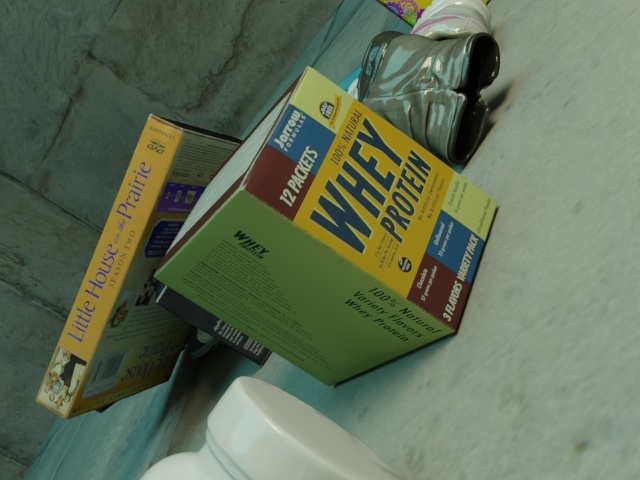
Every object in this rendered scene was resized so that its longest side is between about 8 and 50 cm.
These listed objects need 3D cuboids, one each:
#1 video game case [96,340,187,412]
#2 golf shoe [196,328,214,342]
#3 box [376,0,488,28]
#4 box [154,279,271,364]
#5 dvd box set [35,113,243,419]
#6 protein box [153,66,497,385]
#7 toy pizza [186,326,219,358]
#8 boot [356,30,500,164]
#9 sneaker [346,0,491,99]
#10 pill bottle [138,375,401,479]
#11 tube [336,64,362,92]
[{"bbox_3d":[-0.282,0.131,1.414,0.275,0.035,0.248,-37,-30,-64],"label":"video game case"},{"bbox_3d":[-0.156,0.080,1.256,0.086,0.069,0.176,-48,18,32],"label":"golf shoe"},{"bbox_3d":[0.117,-0.460,1.195,0.177,0.290,0.279,-50,15,25],"label":"box"},{"bbox_3d":[-0.129,0.073,1.091,0.093,0.158,0.156,-57,13,-3],"label":"box"},{"bbox_3d":[-0.234,0.036,1.214,0.421,0.062,0.307,-66,-15,8],"label":"dvd box set"},{"bbox_3d":[0.000,0.000,0.711,0.201,0.199,0.136,-37,23,54],"label":"protein box"},{"bbox_3d":[-0.150,0.109,1.346,0.201,0.032,0.201,-47,19,21],"label":"toy pizza"},{"bbox_3d":[0.092,-0.101,0.863,0.161,0.083,0.247,26,105,53],"label":"boot"},{"bbox_3d":[0.106,-0.184,0.989,0.252,0.103,0.111,-52,12,22],"label":"sneaker"},{"bbox_3d":[-0.074,0.235,0.508,0.278,0.162,0.162,-56,13,-1],"label":"pill bottle"},{"bbox_3d":[0.032,-0.236,1.447,0.207,0.080,0.052,-34,20,49],"label":"tube"}]
